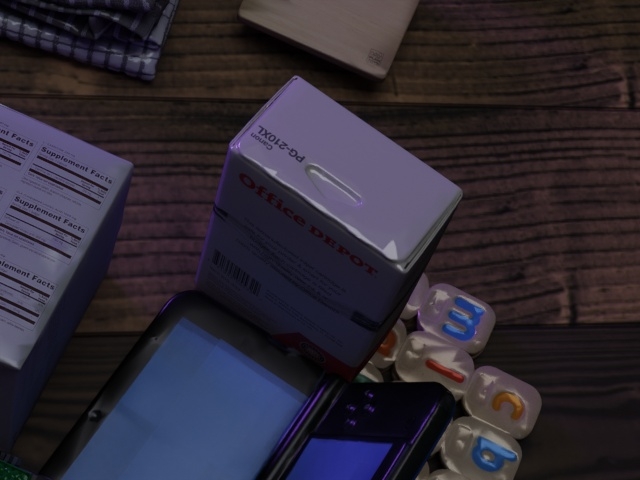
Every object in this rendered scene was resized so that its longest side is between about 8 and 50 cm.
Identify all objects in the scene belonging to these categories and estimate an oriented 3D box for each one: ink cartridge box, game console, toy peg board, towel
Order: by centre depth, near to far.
[{"bbox_3d":[-0.079,0.188,1.145,0.173,0.250,0.293,43,65,-20],"label":"game console"},{"bbox_3d":[0.000,0.000,1.219,0.172,0.237,0.100,35,60,8],"label":"ink cartridge box"},{"bbox_3d":[-0.235,-0.320,1.422,0.235,0.121,0.284,17,59,-4],"label":"towel"},{"bbox_3d":[0.017,-0.251,1.488,0.161,0.079,0.160,24,75,0],"label":"toy peg board"}]

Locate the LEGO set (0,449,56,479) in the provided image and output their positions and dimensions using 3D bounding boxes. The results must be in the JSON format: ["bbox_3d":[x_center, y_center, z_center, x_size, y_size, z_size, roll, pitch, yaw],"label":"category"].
[{"bbox_3d":[-0.187,0.275,1.014,0.331,0.192,0.255,12,77,15],"label":"LEGO set"}]

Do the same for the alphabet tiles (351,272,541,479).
[{"bbox_3d":[0.049,0.145,1.299,0.278,0.021,0.284,26,59,3],"label":"alphabet tiles"}]

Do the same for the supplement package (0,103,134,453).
[{"bbox_3d":[-0.270,0.030,1.178,0.149,0.194,0.203,25,58,-1],"label":"supplement package"}]
